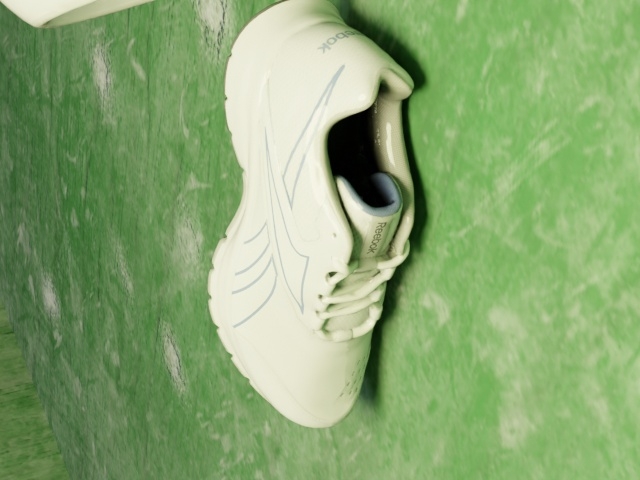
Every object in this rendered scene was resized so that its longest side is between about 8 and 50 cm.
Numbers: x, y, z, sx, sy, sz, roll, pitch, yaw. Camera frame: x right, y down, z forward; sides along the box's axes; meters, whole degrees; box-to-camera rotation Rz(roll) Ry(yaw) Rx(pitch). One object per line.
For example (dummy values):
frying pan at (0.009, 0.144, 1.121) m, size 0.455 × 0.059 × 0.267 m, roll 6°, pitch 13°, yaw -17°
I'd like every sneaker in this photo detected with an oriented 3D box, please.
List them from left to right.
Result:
sneaker at (0.000, 0.000, 0.956) m, size 0.129 × 0.111 × 0.297 m, roll 36°, pitch 135°, yaw 50°

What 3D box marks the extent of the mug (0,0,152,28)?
mug at (-0.147, -0.320, 0.972) m, size 0.374 × 0.276 × 0.328 m, roll -55°, pitch -52°, yaw -80°
